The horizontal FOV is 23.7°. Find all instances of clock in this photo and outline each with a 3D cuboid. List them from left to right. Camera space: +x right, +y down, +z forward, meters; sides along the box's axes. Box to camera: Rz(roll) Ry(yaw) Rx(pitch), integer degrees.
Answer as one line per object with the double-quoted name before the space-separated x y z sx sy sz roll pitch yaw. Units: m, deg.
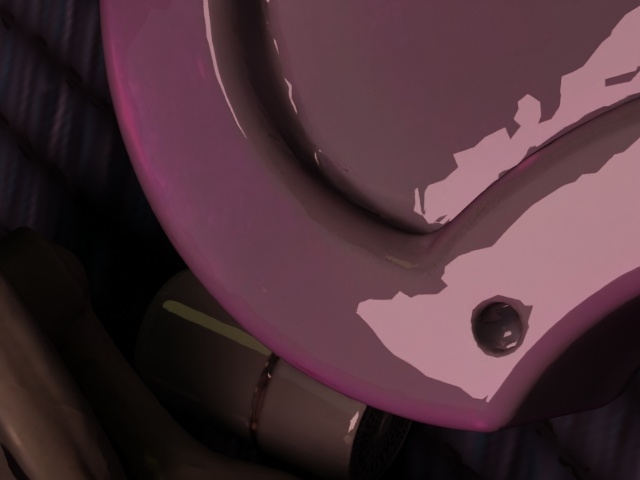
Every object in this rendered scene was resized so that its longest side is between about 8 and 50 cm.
"clock" 0.055 -0.130 0.362 0.339 0.102 0.338 0 91 27

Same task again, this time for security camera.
"security camera" -0.044 0.076 0.437 0.301 0.080 0.157 53 162 1

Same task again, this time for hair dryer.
"hair dryer" 0.000 0.000 0.468 0.082 0.047 0.137 24 102 24
